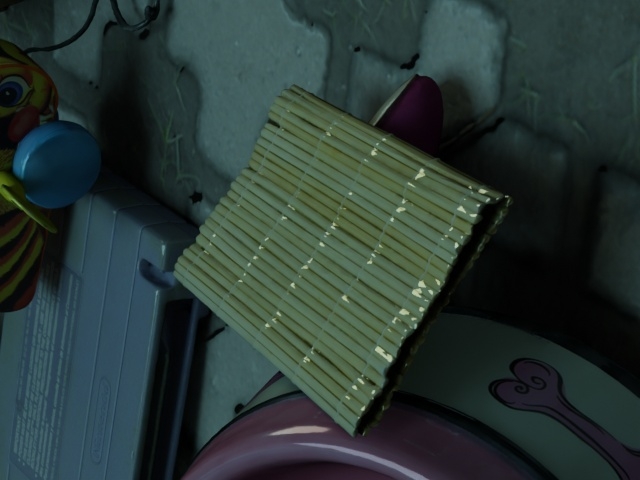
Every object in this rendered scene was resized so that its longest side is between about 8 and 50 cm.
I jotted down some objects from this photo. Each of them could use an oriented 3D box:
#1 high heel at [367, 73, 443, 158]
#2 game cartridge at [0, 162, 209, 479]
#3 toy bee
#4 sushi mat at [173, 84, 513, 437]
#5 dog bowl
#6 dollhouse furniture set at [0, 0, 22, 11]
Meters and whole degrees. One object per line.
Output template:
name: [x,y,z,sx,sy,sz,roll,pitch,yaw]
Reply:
high heel: [0.050,0.082,1.253,0.181,0.127,0.377,26,117,7]
game cartridge: [-0.190,0.119,1.574,0.230,0.068,0.355,36,123,49]
toy bee: [-0.258,-0.093,1.471,0.195,0.162,0.298,11,91,50]
sushi mat: [0.000,0.000,1.120,0.151,0.019,0.316,-60,27,2]
dog bowl: [0.061,0.250,1.105,0.408,0.150,0.408,11,109,34]
dollhouse furniture set: [-0.329,-0.251,1.518,0.212,0.242,0.161,-14,100,54]
